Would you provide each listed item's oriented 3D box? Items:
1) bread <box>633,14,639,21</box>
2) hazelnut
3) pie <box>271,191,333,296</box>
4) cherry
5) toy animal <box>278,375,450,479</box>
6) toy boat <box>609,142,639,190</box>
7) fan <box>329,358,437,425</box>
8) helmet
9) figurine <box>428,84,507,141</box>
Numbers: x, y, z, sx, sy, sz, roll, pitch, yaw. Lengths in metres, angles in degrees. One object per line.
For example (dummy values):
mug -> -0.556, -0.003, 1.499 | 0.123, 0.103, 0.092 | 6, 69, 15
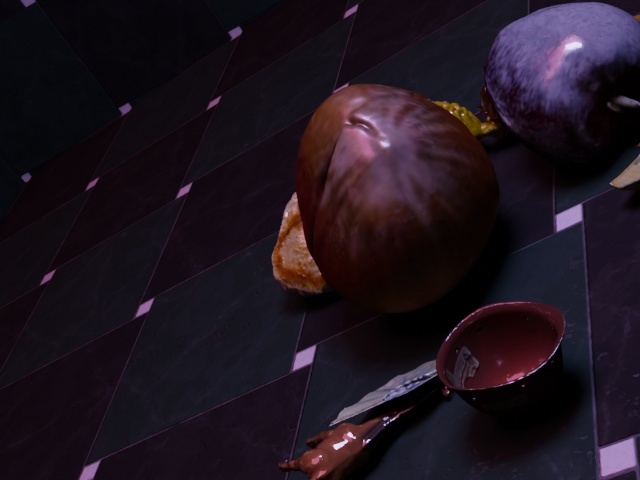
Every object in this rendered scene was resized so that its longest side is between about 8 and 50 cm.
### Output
bread -> 0.530, -0.357, 1.952 | 0.110, 0.024, 0.110 | -32, 26, 17
hazelnut -> 0.112, -0.072, 1.693 | 0.315, 0.372, 0.372 | -29, 24, -4
pie -> 0.000, 0.000, 1.965 | 0.178, 0.084, 0.205 | 7, 67, 21
cherry -> 0.392, -0.249, 1.724 | 0.255, 0.218, 0.296 | -52, 48, 3
toy animal -> 0.057, 0.272, 1.544 | 0.229, 0.066, 0.224 | -30, 6, 43
toy boat -> 0.483, -0.127, 1.585 | 0.172, 0.066, 0.065 | -45, 28, -7
fan -> 0.117, 0.201, 1.566 | 0.240, 0.009, 0.131 | -29, 0, 6
helmet -> 0.245, 0.159, 1.398 | 0.175, 0.106, 0.155 | -26, 30, 20
figurine -> 0.288, -0.210, 1.945 | 0.315, 0.168, 0.187 | -18, -8, 23
